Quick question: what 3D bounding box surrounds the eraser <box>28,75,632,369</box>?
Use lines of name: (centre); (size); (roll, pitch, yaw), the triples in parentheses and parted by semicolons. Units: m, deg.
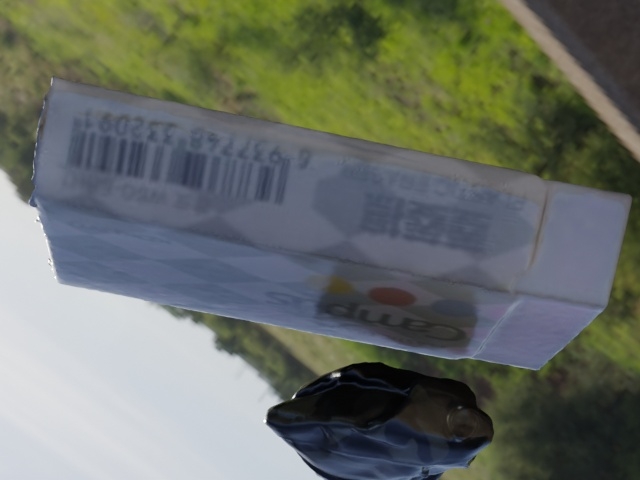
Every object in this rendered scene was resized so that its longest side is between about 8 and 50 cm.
eraser: (0.000, -0.001, 0.918); (0.397, 0.082, 0.213); (11, 158, -2)

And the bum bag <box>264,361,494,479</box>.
bum bag: (0.041, 0.141, 0.920); (0.144, 0.095, 0.340); (1, 171, 3)
